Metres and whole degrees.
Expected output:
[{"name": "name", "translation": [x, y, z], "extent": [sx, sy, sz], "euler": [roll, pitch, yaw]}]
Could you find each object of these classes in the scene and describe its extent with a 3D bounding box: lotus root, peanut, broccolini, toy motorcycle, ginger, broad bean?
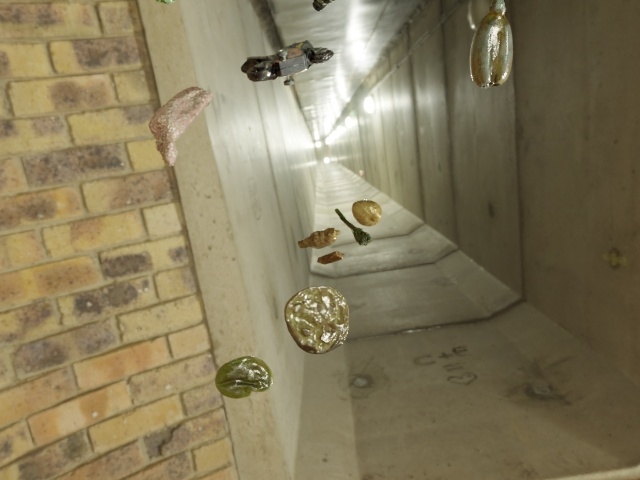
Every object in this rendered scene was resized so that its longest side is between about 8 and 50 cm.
[{"name": "lotus root", "translation": [0.664, -0.759, 1.842], "extent": [0.157, 0.323, 0.140], "euler": [0, -166, 2]}, {"name": "peanut", "translation": [0.232, -0.137, 2.362], "extent": [0.159, 0.141, 0.109], "euler": [9, -121, 32]}, {"name": "broccolini", "translation": [0.106, -0.052, 1.691], "extent": [0.051, 0.054, 0.239], "euler": [-44, -139, 1]}, {"name": "toy motorcycle", "translation": [-0.112, -0.603, 1.604], "extent": [0.307, 0.108, 0.173], "euler": [-18, -146, -9]}, {"name": "ginger", "translation": [0.000, 0.000, 2.051], "extent": [0.166, 0.080, 0.333], "euler": [-5, 171, -10]}, {"name": "broad bean", "translation": [-0.270, 0.493, 1.711], "extent": [0.206, 0.153, 0.072], "euler": [8, 172, -21]}]

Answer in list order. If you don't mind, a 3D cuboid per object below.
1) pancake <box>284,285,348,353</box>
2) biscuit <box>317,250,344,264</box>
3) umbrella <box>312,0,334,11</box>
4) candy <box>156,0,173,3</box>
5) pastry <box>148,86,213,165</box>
[{"name": "pancake", "translation": [-0.008, 0.329, 1.983], "extent": [0.294, 0.295, 0.049], "euler": [-12, -177, -11]}, {"name": "biscuit", "translation": [0.054, 0.100, 2.670], "extent": [0.064, 0.035, 0.199], "euler": [26, 153, -24]}, {"name": "umbrella", "translation": [0.049, -0.831, 1.593], "extent": [0.188, 0.046, 0.050], "euler": [-14, -140, 40]}, {"name": "candy", "translation": [-0.469, -0.847, 1.575], "extent": [0.097, 0.097, 0.323], "euler": [-7, -149, 15]}, {"name": "pastry", "translation": [-0.398, -0.341, 1.322], "extent": [0.102, 0.112, 0.265], "euler": [-27, -143, 47]}]
